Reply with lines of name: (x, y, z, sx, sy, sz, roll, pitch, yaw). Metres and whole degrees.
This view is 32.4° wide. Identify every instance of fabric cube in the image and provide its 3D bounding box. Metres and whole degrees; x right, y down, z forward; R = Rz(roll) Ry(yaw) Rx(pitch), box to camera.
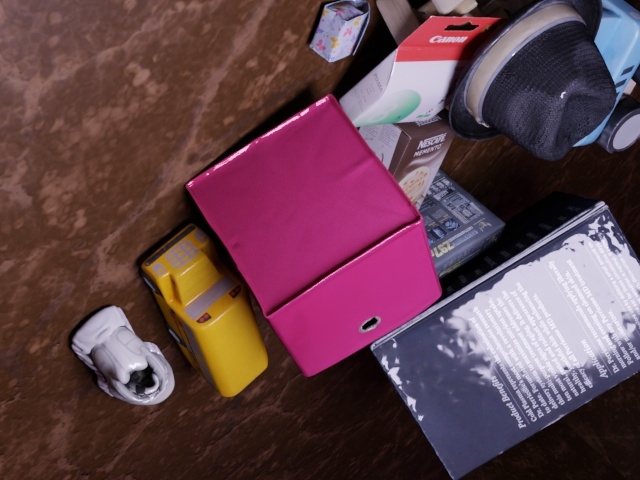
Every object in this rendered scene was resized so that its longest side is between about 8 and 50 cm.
fabric cube: (0.000, 0.000, 1.603, 0.254, 0.259, 0.258, -31, 153, -3)

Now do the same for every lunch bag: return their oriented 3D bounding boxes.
lunch bag: (0.034, -0.293, 1.522, 0.083, 0.053, 0.071, -31, 153, -49)

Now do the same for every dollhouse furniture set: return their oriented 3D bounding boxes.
dollhouse furniture set: (0.212, -0.393, 1.608, 0.242, 0.161, 0.212, -34, 162, 27)

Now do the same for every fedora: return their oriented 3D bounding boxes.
fedora: (0.352, -0.228, 1.681, 0.334, 0.152, 0.334, -33, 157, -16)

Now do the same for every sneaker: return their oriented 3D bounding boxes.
sneaker: (-0.281, 0.207, 1.684, 0.110, 0.118, 0.292, -45, 156, -9)

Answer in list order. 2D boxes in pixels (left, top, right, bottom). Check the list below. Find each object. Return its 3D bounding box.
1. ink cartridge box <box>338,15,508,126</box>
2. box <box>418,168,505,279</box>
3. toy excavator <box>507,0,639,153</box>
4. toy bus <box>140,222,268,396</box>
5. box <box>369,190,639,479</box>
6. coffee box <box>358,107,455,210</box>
ink cartridge box: (0.159, -0.245, 1.611, 0.181, 0.056, 0.225, -10, 163, -41)
box: (0.194, -0.023, 2.010, 0.233, 0.183, 0.059, -30, 150, -34)
toy excavator: (0.424, -0.348, 1.902, 0.445, 0.222, 0.433, -12, 138, -38)
toy bus: (-0.172, 0.114, 1.697, 0.108, 0.130, 0.332, -39, 154, -16)
box: (0.359, 0.155, 2.084, 0.472, 0.297, 0.480, -30, -177, 5)
coffee box: (0.116, -0.116, 1.850, 0.141, 0.098, 0.246, -22, 145, -43)
